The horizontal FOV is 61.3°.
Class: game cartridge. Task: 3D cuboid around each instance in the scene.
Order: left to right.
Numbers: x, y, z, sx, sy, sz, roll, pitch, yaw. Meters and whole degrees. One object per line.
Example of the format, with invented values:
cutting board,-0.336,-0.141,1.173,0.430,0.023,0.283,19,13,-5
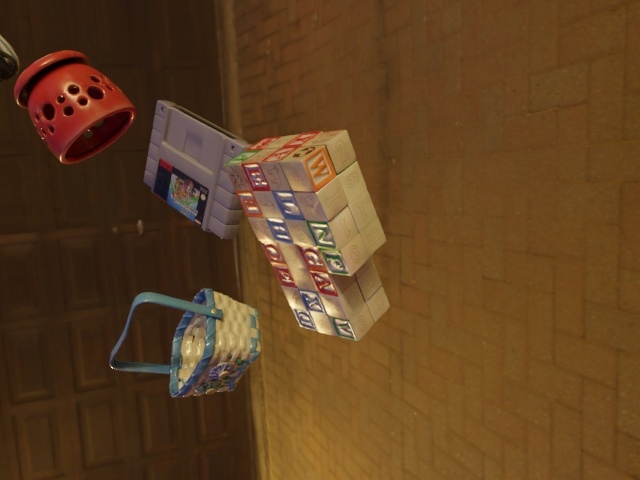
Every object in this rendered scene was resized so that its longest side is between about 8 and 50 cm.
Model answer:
game cartridge,-0.300,-0.172,1.280,0.355,0.068,0.230,32,110,36

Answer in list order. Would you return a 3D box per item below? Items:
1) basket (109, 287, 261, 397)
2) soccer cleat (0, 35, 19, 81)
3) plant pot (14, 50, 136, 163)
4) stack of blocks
basket,-0.289,0.221,1.186,0.254,0.289,0.201,-56,28,37
soccer cleat,-0.914,-0.526,1.340,0.331,0.116,0.143,40,-164,-52
plant pot,-0.512,-0.283,1.127,0.174,0.191,0.191,53,159,-3
stack of blocks,0.000,0.000,0.777,0.171,0.087,0.297,6,127,46
